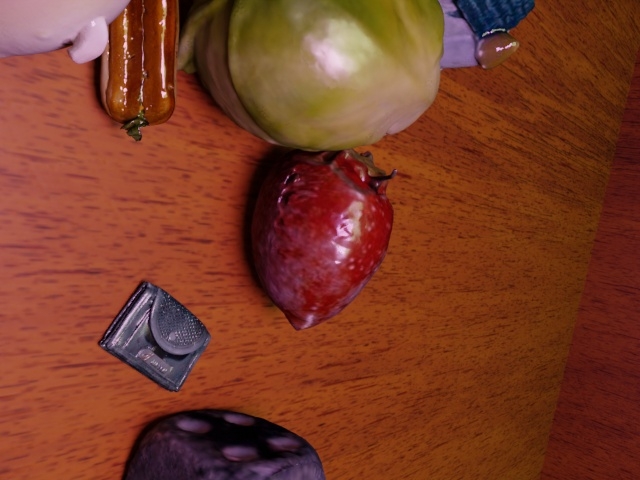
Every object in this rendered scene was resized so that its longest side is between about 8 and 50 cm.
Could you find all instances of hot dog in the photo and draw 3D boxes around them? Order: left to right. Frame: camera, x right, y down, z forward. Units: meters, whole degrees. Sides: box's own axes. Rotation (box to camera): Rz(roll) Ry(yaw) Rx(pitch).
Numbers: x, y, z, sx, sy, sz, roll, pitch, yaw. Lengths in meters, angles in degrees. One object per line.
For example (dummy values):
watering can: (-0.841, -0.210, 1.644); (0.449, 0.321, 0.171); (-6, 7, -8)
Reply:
hot dog: (-0.172, -0.191, 0.572); (0.072, 0.055, 0.188); (-3, 108, -30)

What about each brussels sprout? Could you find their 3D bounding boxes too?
brussels sprout: (-0.013, -0.230, 0.636); (0.294, 0.227, 0.259); (39, 76, -23)

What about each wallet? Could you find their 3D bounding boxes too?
wallet: (-0.178, 0.113, 0.688); (0.088, 0.026, 0.129); (-58, 139, -20)

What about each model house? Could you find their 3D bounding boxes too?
model house: (0.222, -0.359, 0.827); (0.184, 0.291, 0.253); (31, 77, -46)

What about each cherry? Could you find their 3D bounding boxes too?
cherry: (0.000, 0.000, 0.753); (0.175, 0.192, 0.250); (10, 107, -15)

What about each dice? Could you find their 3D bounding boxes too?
dice: (-0.114, 0.311, 0.708); (0.182, 0.183, 0.182); (16, 87, -53)

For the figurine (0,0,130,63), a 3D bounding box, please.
figurine: (-0.251, -0.182, 0.290); (0.274, 0.394, 0.227); (-38, 96, 8)
